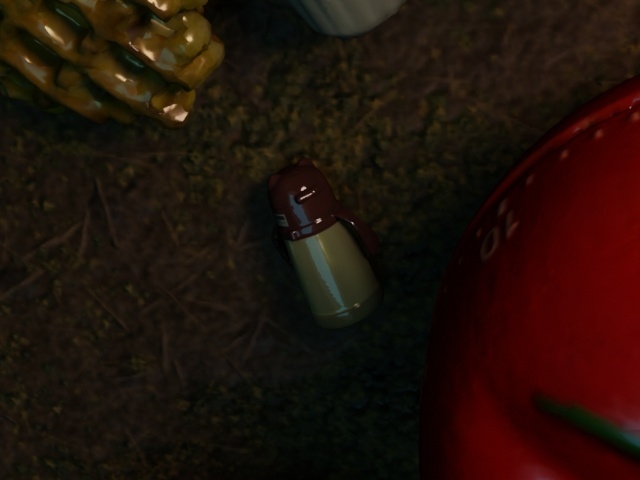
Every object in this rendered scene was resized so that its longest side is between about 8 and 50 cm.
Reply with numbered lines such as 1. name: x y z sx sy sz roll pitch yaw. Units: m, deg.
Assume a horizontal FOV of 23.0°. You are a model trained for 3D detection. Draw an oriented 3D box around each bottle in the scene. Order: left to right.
1. bottle: 0.002 -0.001 0.934 0.063 0.047 0.101 -20 110 10

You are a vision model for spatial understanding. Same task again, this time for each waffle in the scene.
1. waffle: -0.174 -0.161 0.841 0.291 0.051 0.291 19 144 15

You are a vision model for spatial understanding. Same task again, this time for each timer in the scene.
1. timer: 0.238 0.085 0.779 0.378 0.279 0.378 6 122 10

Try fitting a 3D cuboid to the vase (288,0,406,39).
1. vase: -0.020 -0.215 0.764 0.128 0.128 0.248 -10 127 21
